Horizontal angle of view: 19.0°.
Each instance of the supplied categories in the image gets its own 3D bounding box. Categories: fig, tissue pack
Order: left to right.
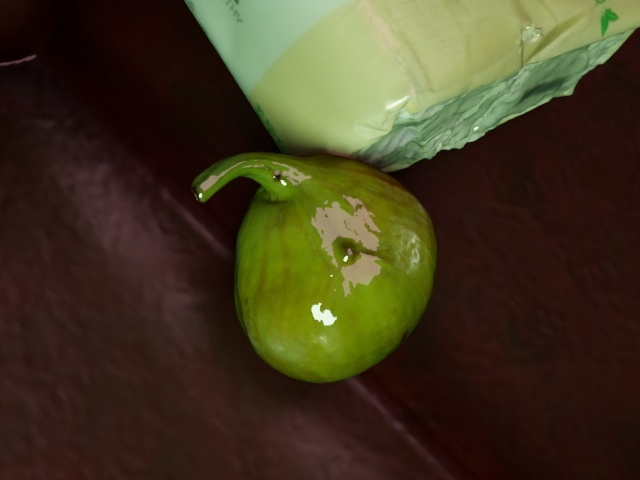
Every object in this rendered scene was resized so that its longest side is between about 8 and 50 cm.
[{"bbox_3d":[0.000,0.000,0.716,0.084,0.082,0.098,-29,119,-13],"label":"fig"},{"bbox_3d":[0.015,-0.145,0.812,0.186,0.090,0.222,-21,77,-41],"label":"tissue pack"}]
